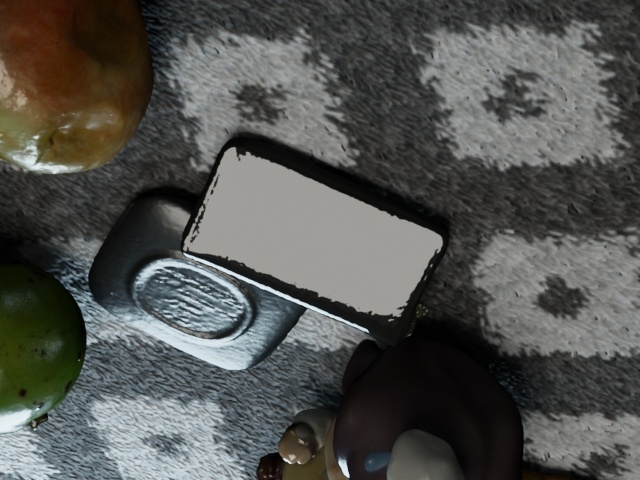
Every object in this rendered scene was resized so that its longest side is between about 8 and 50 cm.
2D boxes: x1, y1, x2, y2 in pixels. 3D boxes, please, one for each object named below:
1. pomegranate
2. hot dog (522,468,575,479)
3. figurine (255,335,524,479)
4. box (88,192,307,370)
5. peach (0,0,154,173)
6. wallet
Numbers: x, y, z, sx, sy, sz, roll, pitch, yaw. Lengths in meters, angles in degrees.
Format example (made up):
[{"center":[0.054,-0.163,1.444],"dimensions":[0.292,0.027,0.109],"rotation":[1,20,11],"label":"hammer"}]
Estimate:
[{"center":[-0.351,0.086,1.983],"dimensions":[0.202,0.202,0.248],"rotation":[-23,95,37],"label":"pomegranate"},{"center":[0.262,0.287,2.028],"dimensions":[0.289,0.068,0.083],"rotation":[10,160,4],"label":"hot dog"},{"center":[0.043,0.223,1.955],"dimensions":[0.365,0.218,0.206],"rotation":[-19,145,41],"label":"figurine"},{"center":[-0.121,0.043,1.939],"dimensions":[0.212,0.042,0.201],"rotation":[28,137,-7],"label":"box"},{"center":[-0.250,-0.160,1.682],"dimensions":[0.214,0.214,0.235],"rotation":[-21,141,36],"label":"peach"},{"center":[0.000,0.000,1.833],"dimensions":[0.250,0.044,0.149],"rotation":[22,119,-3],"label":"wallet"}]
